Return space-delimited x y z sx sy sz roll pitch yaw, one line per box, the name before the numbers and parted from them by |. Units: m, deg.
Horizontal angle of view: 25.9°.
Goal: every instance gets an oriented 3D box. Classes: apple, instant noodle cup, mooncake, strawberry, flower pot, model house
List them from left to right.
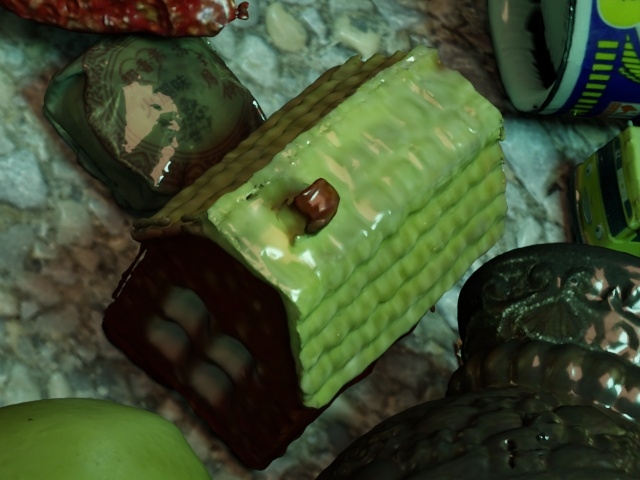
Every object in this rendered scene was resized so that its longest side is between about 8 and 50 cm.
apple | -0.143 0.173 0.743 0.200 0.200 0.200 7 63 -14
strawberry | -0.159 -0.209 0.936 0.174 0.098 0.228 -25 49 -22
mooncake | -0.105 -0.090 0.947 0.125 0.073 0.130 -34 80 -30
model house | 0.000 0.000 0.831 0.160 0.254 0.196 47 62 5
flower pot | 0.127 0.158 0.792 0.267 0.266 0.267 29 53 -2
instant noodle cup | 0.299 -0.193 1.023 0.312 0.284 0.284 -3 65 -9

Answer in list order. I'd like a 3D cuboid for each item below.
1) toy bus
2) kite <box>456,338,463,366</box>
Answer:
toy bus | 0.281 -0.029 1.016 0.175 0.101 0.088 4 66 -15
kite | 0.126 0.154 0.931 0.159 0.010 0.190 0 64 -16
